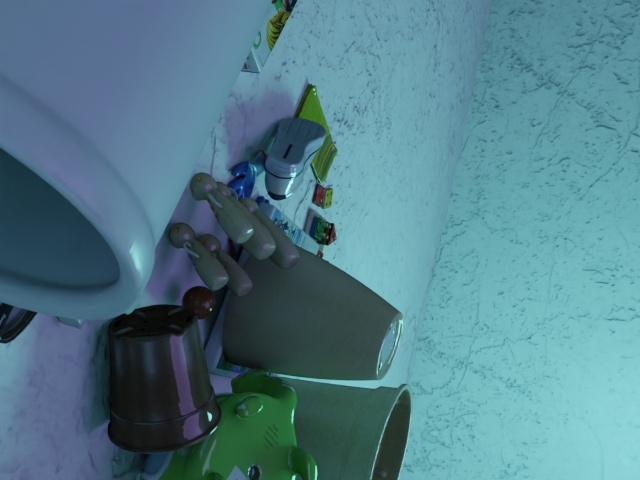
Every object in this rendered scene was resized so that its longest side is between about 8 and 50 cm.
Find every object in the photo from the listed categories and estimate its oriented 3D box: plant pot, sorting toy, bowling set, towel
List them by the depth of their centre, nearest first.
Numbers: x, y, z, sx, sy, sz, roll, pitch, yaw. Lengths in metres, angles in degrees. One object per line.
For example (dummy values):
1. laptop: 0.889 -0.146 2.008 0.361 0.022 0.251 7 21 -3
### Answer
1. plant pot: -0.232 0.190 1.072 0.167 0.166 0.165 -38 129 -61
2. bowling set: -0.176 0.010 1.184 0.200 0.154 0.287 -41 160 1
3. plant pot: 0.002 0.152 1.370 0.256 0.274 0.257 -50 149 -45
4. towel: -0.008 -0.229 1.635 0.237 0.021 0.102 66 39 -58
5. plant pot: 0.012 0.445 1.650 0.334 0.305 0.334 12 90 -71
6. sorting toy: 0.000 0.000 1.750 0.132 0.046 0.275 38 65 -69

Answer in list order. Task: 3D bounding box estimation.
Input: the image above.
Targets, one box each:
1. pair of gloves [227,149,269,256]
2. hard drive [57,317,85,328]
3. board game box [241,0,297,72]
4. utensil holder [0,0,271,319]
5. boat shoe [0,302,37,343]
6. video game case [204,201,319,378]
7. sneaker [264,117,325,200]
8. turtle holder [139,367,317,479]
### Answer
1. pair of gloves: -0.131 -0.063 1.388 0.159 0.023 0.198 -55 150 -47
2. hard drive: -0.276 -0.068 0.963 0.203 0.040 0.308 78 31 -49
3. board game box: -0.118 -0.439 1.162 0.305 0.053 0.193 69 38 -57
4. utensil holder: -0.224 -0.181 0.626 0.328 0.327 0.386 71 34 -55
5. boat shoe: -0.324 0.060 0.832 0.125 0.038 0.046 -48 142 -4
6. video game case: -0.112 0.120 1.494 0.329 0.036 0.300 -70 159 -9
7. sneaker: -0.058 -0.161 1.431 0.258 0.094 0.091 -60 170 -58
8. turtle holder: -0.162 0.344 1.213 0.243 0.227 0.320 31 57 -45
